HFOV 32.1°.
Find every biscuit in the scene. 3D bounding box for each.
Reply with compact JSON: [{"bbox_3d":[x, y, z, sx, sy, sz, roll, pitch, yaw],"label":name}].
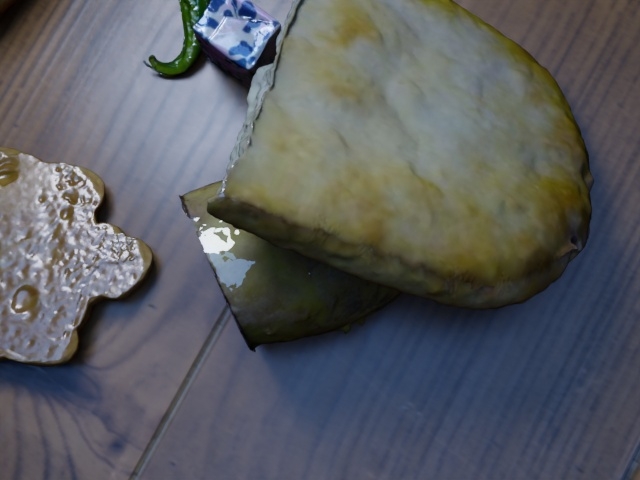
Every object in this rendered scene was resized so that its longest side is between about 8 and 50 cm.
[{"bbox_3d":[-0.390,0.018,1.364,0.376,0.051,0.269,4,79,3],"label":"biscuit"},{"bbox_3d":[0.109,-0.122,1.239,0.446,0.104,0.429,20,50,-17],"label":"biscuit"}]

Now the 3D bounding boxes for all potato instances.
[{"bbox_3d":[0.000,0.000,1.274,0.266,0.229,0.229,-25,81,-9],"label":"potato"}]

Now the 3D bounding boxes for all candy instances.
[{"bbox_3d":[-0.094,-0.237,1.331,0.092,0.160,0.073,33,88,1],"label":"candy"}]

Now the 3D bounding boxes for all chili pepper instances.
[{"bbox_3d":[-0.176,-0.388,1.393,0.085,0.076,0.359,0,86,-26],"label":"chili pepper"}]

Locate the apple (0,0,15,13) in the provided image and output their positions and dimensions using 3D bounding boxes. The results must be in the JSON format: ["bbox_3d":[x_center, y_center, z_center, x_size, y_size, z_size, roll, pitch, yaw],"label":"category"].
[{"bbox_3d":[-0.430,-0.375,1.352,0.164,0.209,0.209,36,85,9],"label":"apple"}]
